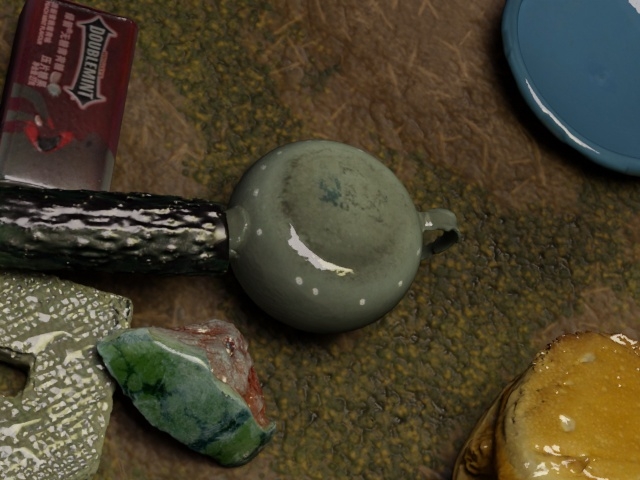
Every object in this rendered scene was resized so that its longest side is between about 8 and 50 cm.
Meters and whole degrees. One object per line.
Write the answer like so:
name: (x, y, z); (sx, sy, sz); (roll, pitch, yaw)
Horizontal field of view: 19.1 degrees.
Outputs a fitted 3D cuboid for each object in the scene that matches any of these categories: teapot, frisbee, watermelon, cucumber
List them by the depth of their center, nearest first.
cucumber: (-0.187, -0.010, 1.723); (0.211, 0.062, 0.078); (2, 78, -8)
watermelon: (-0.108, 0.113, 1.749); (0.187, 0.071, 0.139); (41, 36, -20)
teapot: (0.000, 0.000, 1.836); (0.294, 0.129, 0.193); (-1, 64, -25)
frisbee: (0.321, -0.191, 2.112); (0.289, 0.049, 0.289); (12, 58, -20)

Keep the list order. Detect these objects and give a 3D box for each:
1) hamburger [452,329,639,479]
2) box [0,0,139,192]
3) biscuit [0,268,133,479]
hamburger: (0.289, 0.239, 1.796); (0.304, 0.174, 0.284); (41, 48, -1)
box: (-0.249, -0.123, 1.831); (0.120, 0.069, 0.224); (16, 57, -14)
biscuit: (-0.259, 0.141, 1.698); (0.147, 0.046, 0.250); (18, 58, -13)
